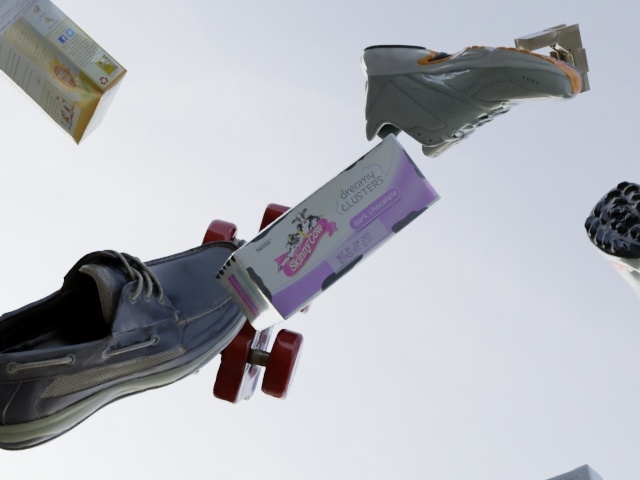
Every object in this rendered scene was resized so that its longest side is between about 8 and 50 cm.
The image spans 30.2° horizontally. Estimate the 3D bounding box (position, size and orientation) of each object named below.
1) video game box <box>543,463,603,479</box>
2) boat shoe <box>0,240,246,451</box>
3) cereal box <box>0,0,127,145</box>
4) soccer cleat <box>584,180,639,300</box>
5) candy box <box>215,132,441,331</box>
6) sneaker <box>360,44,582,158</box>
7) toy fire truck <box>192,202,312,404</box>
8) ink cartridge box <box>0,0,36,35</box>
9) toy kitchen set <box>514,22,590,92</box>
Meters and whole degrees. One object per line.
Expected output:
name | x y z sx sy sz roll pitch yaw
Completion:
video game box | 0.185 0.327 1.061 0.187 0.205 0.048 -24 -40 22
boat shoe | -0.208 0.084 1.233 0.132 0.355 0.130 34 -41 32
cereal box | -0.341 -0.231 1.369 0.240 0.047 0.173 43 -26 -5
soccer cleat | 0.373 0.049 1.204 0.116 0.318 0.108 35 -74 -24
candy box | 0.000 0.000 1.022 0.070 0.165 0.196 53 -11 0
sneaker | 0.159 -0.147 1.291 0.262 0.099 0.121 6 -87 37
toy fire truck | -0.094 0.095 1.752 0.169 0.254 0.302 15 -90 3
ink cartridge box | -0.342 -0.279 1.058 0.151 0.270 0.395 42 -19 -9
toy kitchen set | 0.277 -0.217 1.460 0.068 0.075 0.083 -157 -129 -67
